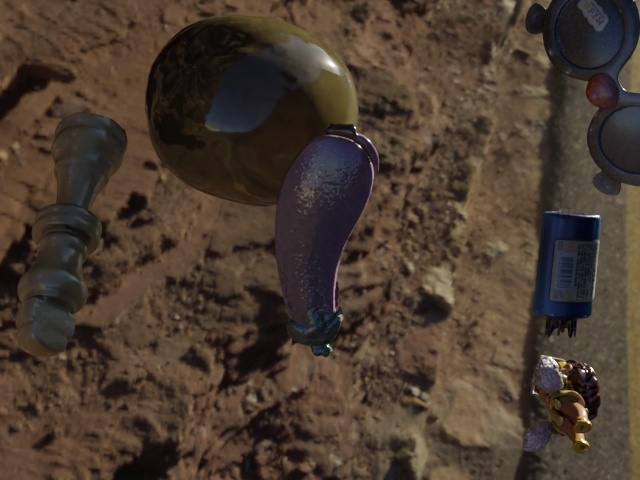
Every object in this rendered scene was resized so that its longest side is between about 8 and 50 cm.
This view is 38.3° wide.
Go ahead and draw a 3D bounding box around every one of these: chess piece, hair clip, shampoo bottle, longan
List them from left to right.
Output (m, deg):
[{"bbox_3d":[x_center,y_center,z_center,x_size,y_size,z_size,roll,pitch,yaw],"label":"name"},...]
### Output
[{"bbox_3d":[-0.373,-0.010,1.363,0.117,0.117,0.397,10,53,-11],"label":"chess piece"},{"bbox_3d":[-0.115,-0.222,1.563,0.361,0.360,0.360,11,40,-9],"label":"longan"},{"bbox_3d":[-0.002,0.000,1.328,0.110,0.358,0.096,28,36,34],"label":"hair clip"},{"bbox_3d":[0.354,0.051,1.326,0.087,0.182,0.050,3,7,-10],"label":"shampoo bottle"}]

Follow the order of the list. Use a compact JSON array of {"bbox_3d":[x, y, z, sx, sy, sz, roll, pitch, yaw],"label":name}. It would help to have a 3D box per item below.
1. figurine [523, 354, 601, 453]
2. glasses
[{"bbox_3d":[0.414,0.277,1.561,0.116,0.174,0.240,11,16,13],"label":"figurine"},{"bbox_3d":[0.354,-0.195,1.057,0.268,0.118,0.234,-34,99,-56],"label":"glasses"}]
